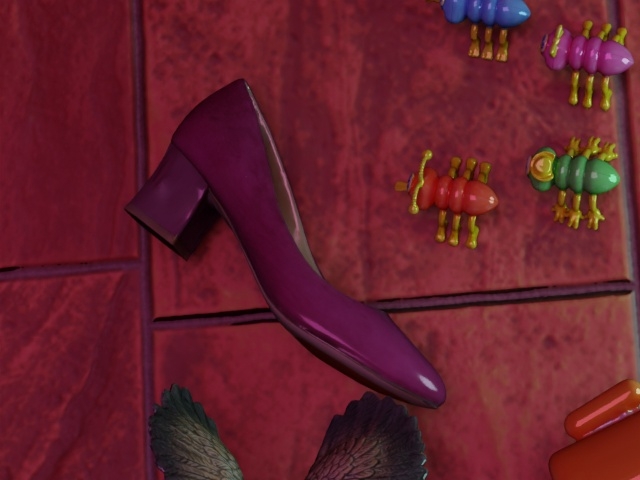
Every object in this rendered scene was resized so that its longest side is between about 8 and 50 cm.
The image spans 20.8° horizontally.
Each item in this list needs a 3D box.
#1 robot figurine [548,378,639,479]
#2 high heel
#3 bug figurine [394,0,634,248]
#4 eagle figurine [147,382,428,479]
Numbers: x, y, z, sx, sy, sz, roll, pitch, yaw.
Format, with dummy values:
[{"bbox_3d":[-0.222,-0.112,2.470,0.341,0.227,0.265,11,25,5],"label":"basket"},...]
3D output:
[{"bbox_3d":[0.293,0.223,1.573,0.219,0.128,0.158,-27,36,6],"label":"robot figurine"},{"bbox_3d":[0.000,0.000,1.682,0.377,0.127,0.181,36,82,11],"label":"high heel"},{"bbox_3d":[0.190,-0.130,1.688,0.216,0.072,0.279,8,81,13],"label":"bug figurine"},{"bbox_3d":[-0.039,0.275,1.550,0.225,0.226,0.298,1,83,34],"label":"eagle figurine"}]
